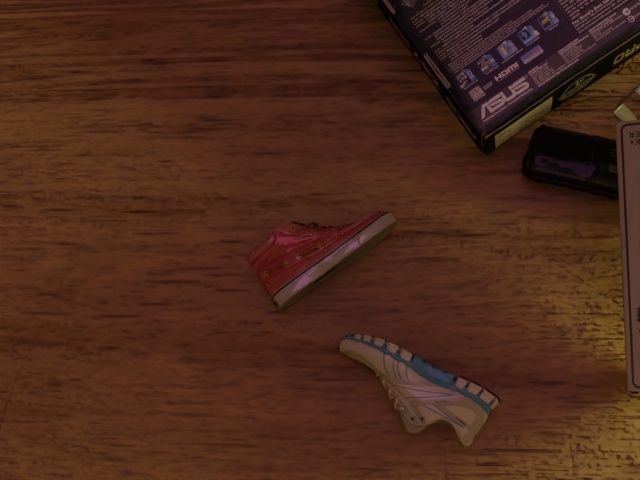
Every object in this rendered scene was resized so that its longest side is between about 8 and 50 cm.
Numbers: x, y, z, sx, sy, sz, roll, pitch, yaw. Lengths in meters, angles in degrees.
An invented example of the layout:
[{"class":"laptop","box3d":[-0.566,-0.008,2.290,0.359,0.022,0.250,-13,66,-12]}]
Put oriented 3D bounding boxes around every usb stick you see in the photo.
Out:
[{"class":"usb stick","box3d":[0.381,-0.077,1.061,0.278,0.045,0.077,14,66,11]}]

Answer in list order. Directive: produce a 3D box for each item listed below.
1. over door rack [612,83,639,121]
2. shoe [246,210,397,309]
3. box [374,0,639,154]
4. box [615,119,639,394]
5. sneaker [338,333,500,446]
[{"class":"over door rack","box3d":[0.536,-0.151,1.008,0.324,0.108,0.239,39,66,17]},{"class":"shoe","box3d":[0.000,0.000,1.069,0.178,0.063,0.081,-36,76,-1]},{"class":"box","box3d":[0.273,-0.343,1.079,0.395,0.097,0.318,-35,77,6]},{"class":"box","box3d":[0.405,0.015,0.924,0.169,0.087,0.290,-3,91,35]},{"class":"sneaker","box3d":[0.099,0.169,1.002,0.190,0.071,0.083,25,82,14]}]
